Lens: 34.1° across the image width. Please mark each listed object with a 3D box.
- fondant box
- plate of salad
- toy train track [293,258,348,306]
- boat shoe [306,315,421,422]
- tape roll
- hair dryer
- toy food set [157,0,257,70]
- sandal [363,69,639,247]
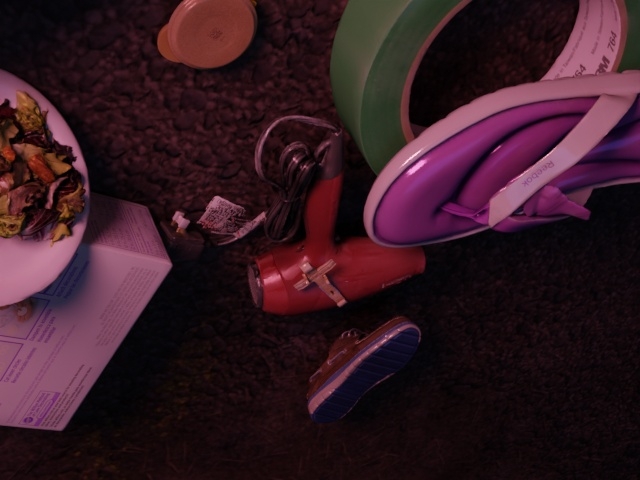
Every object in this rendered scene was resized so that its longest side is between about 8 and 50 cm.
[{"bbox_3d":[-0.334,0.047,0.927,0.330,0.096,0.238,14,123,-39],"label":"fondant box"},{"bbox_3d":[-0.265,-0.048,0.814,0.200,0.199,0.048,14,160,-38],"label":"plate of salad"},{"bbox_3d":[0.005,0.047,1.056,0.048,0.014,0.083,-35,136,9],"label":"toy train track"},{"bbox_3d":[0.042,0.141,1.253,0.066,0.066,0.183,25,122,-41],"label":"boat shoe"},{"bbox_3d":[0.169,-0.177,1.000,0.321,0.077,0.321,-15,138,-15],"label":"tape roll"},{"bbox_3d":[0.000,0.000,1.053,0.224,0.080,0.293,-35,143,30],"label":"hair dryer"},{"bbox_3d":[-0.092,-0.181,0.891,0.083,0.020,0.083,10,125,-36],"label":"toy food set"},{"bbox_3d":[0.243,-0.075,1.008,0.416,0.102,0.169,-18,138,-13],"label":"sandal"}]
